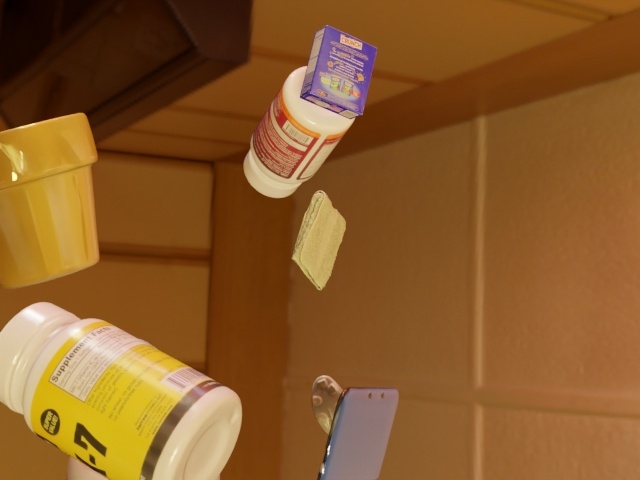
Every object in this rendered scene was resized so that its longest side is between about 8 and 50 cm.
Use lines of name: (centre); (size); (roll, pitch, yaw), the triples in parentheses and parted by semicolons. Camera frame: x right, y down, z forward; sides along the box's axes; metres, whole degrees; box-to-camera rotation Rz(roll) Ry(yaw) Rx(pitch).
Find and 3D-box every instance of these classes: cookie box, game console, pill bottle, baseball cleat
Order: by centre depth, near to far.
pill bottle: (-0.184, 0.142, 0.971); (0.208, 0.119, 0.119); (25, -67, 21)
cookie box: (0.027, -0.243, 1.598); (0.040, 0.091, 0.107); (-10, -116, 61)
game console: (-0.007, 0.345, 1.720); (0.250, 0.293, 0.173); (-19, -104, 17)
pill bottle: (-0.039, -0.165, 1.733); (0.221, 0.121, 0.121); (130, -44, -52)
baseball cleat: (0.041, 0.361, 2.175); (0.109, 0.072, 0.206); (-9, 79, -78)

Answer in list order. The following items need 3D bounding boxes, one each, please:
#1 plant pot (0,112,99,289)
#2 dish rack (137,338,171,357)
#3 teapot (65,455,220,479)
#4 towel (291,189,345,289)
plant pot: (-0.464, -0.058, 1.751); (0.254, 0.254, 0.239); (1, -73, 61)
dish rack: (-0.305, 0.338, 1.967); (0.208, 0.074, 0.272); (31, -86, 25)
teapot: (-0.274, 0.408, 1.701); (0.252, 0.256, 0.187); (11, -74, 22)
towel: (0.000, 0.000, 1.895); (0.027, 0.110, 0.148); (0, -122, 32)
